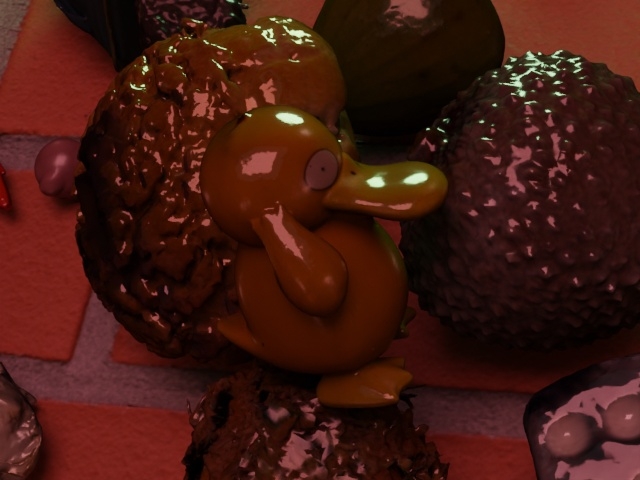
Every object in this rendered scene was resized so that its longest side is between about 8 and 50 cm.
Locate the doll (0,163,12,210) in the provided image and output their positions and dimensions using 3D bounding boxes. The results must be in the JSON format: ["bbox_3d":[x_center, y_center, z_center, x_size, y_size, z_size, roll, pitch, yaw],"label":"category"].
[{"bbox_3d":[-0.410,-0.089,1.583,0.109,0.057,0.169,-13,57,3],"label":"doll"}]

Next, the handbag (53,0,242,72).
[{"bbox_3d":[-0.228,-0.366,1.589,0.222,0.263,0.241,-29,56,-25],"label":"handbag"}]

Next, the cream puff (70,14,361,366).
[{"bbox_3d":[-0.113,-0.049,1.317,0.231,0.343,0.327,0,43,-29],"label":"cream puff"}]

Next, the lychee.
[{"bbox_3d":[0.205,-0.025,1.258,0.300,0.300,0.300,-7,57,11],"label":"lychee"}]

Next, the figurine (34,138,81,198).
[{"bbox_3d":[-0.284,-0.082,1.542,0.071,0.067,0.083,2,40,-8],"label":"figurine"}]

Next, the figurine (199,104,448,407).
[{"bbox_3d":[-0.005,0.008,1.131,0.215,0.228,0.215,6,27,-3],"label":"figurine"}]

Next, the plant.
[{"bbox_3d":[-0.131,-0.210,1.507,0.142,0.203,0.131,-18,61,-10],"label":"plant"}]

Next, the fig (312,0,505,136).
[{"bbox_3d":[0.073,-0.201,1.444,0.225,0.203,0.203,-30,56,-13],"label":"fig"}]

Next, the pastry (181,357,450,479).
[{"bbox_3d":[-0.021,0.220,1.209,0.274,0.193,0.275,-6,59,9],"label":"pastry"}]

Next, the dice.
[{"bbox_3d":[0.277,0.206,1.148,0.182,0.183,0.181,-18,57,6],"label":"dice"}]

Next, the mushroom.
[{"bbox_3d":[-0.362,0.140,1.408,0.099,0.096,0.278,-30,52,-7],"label":"mushroom"}]
